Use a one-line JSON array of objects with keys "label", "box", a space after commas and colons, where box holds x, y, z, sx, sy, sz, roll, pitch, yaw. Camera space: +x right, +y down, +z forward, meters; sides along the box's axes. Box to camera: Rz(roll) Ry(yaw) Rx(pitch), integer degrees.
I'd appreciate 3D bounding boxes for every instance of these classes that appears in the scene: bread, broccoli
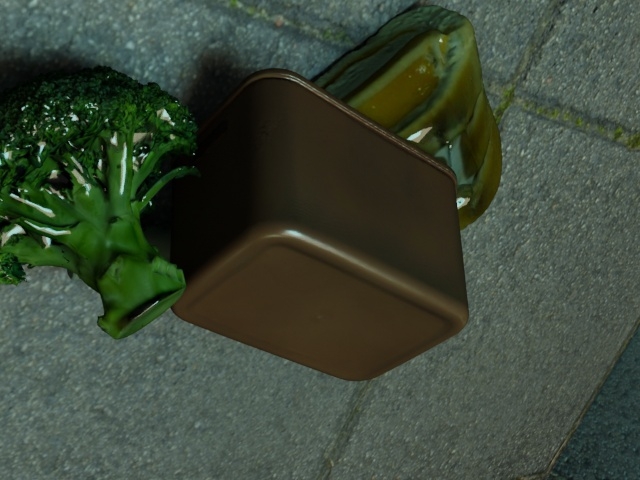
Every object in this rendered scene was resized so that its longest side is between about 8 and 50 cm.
[{"label": "bread", "box": [0.137, -0.124, 1.212, 0.301, 0.210, 0.341, -36, 137, -12]}, {"label": "broccoli", "box": [-0.249, -0.042, 0.892, 0.298, 0.297, 0.297, -36, 172, -6]}]

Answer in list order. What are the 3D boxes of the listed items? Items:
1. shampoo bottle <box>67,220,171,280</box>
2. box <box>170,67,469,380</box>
[{"label": "shampoo bottle", "box": [-0.209, 0.017, 1.106, 0.263, 0.085, 0.085, -12, 127, -34]}, {"label": "box", "box": [0.000, 0.000, 1.007, 0.339, 0.229, 0.239, 25, 135, -32]}]
